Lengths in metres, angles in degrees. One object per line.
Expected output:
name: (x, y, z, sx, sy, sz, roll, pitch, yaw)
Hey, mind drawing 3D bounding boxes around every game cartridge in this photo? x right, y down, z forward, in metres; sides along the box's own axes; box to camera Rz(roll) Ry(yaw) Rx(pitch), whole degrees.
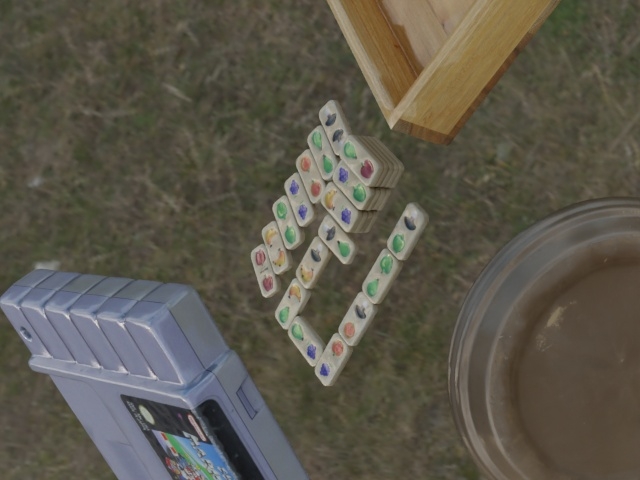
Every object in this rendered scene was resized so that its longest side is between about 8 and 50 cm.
game cartridge: (-0.095, 0.181, 1.029, 0.068, 0.355, 0.230, -41, 27, -27)

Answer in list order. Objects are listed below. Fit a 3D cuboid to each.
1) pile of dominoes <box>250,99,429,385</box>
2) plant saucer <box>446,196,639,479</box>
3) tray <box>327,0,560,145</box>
pile of dominoes: (0.000, 0.000, 1.397, 0.196, 0.040, 0.251, 50, 124, 35)
plant saucer: (0.240, 0.102, 1.094, 0.277, 0.278, 0.041, -62, 19, 4)
tray: (0.084, -0.300, 1.257, 0.203, 0.076, 0.411, -53, 39, 30)
